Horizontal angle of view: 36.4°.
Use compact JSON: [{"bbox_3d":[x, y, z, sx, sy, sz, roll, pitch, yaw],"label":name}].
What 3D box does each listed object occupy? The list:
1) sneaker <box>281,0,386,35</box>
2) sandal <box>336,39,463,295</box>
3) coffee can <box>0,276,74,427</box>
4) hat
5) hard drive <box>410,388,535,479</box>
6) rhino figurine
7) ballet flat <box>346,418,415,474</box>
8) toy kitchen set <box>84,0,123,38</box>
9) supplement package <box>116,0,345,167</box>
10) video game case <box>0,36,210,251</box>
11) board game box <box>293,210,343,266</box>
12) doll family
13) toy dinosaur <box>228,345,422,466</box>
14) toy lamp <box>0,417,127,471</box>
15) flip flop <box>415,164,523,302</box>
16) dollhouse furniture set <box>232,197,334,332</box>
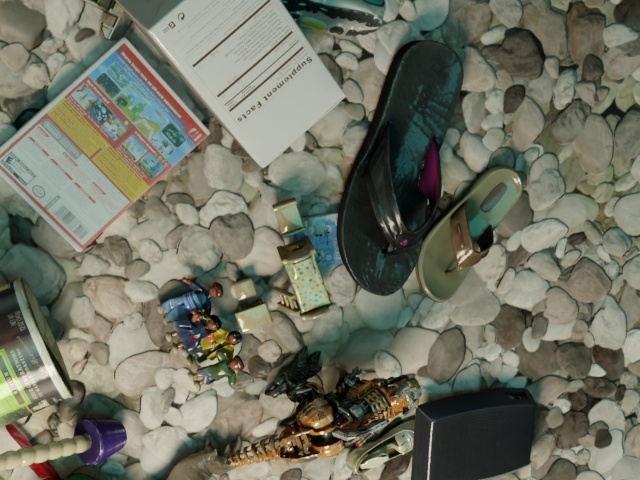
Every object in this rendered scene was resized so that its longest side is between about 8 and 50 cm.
[{"bbox_3d":[-0.028,-0.405,1.546,0.275,0.107,0.110,12,69,-16],"label":"sneaker"},{"bbox_3d":[0.140,-0.117,1.643,0.168,0.107,0.445,9,99,-24],"label":"sandal"},{"bbox_3d":[-0.537,0.199,1.452,0.275,0.201,0.201,-24,109,-12],"label":"coffee can"},{"bbox_3d":[-0.394,0.395,1.612,0.173,0.208,0.183,-12,67,21],"label":"hat"},{"bbox_3d":[0.292,0.372,1.822,0.255,0.054,0.172,-3,104,-26],"label":"hard drive"},{"bbox_3d":[-0.224,0.427,1.676,0.243,0.073,0.106,-45,114,-5],"label":"rhino figurine"},{"bbox_3d":[0.128,0.385,1.789,0.168,0.052,0.057,-26,109,-11],"label":"ballet flat"},{"bbox_3d":[-0.335,-0.348,1.453,0.075,0.083,0.068,25,93,-21],"label":"toy kitchen set"},{"bbox_3d":[-0.131,-0.286,1.437,0.175,0.177,0.293,-41,131,-2],"label":"supplement package"},{"bbox_3d":[-0.344,-0.149,1.528,0.285,0.025,0.204,-43,111,-4],"label":"video game case"},{"bbox_3d":[0.000,0.000,1.676,0.090,0.020,0.090,-11,106,-16],"label":"board game box"},{"bbox_3d":[-0.189,0.152,1.620,0.111,0.076,0.193,-23,115,9],"label":"doll family"},{"bbox_3d":[0.003,0.290,1.638,0.322,0.218,0.164,-2,104,-18],"label":"toy dinosaur"},{"bbox_3d":[-0.424,0.331,1.528,0.275,0.080,0.080,-6,107,-51],"label":"toy lamp"},{"bbox_3d":[0.270,-0.013,1.728,0.112,0.080,0.277,40,88,-22],"label":"flip flop"},{"bbox_3d":[-0.084,0.048,1.606,0.161,0.101,0.182,-20,106,-3],"label":"dollhouse furniture set"}]
